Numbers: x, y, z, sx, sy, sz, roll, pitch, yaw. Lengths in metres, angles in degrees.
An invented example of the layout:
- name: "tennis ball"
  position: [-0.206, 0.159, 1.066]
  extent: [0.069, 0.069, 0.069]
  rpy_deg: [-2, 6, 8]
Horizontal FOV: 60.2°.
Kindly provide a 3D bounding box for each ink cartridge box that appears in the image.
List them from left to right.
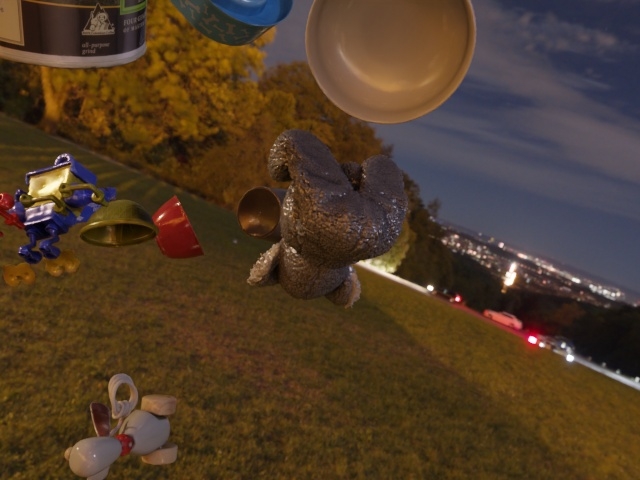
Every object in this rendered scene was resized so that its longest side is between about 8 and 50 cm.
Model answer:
- name: "ink cartridge box"
  position: [-0.586, -0.073, 1.265]
  extent: [0.207, 0.046, 0.097]
  rpy_deg: [7, 15, 38]

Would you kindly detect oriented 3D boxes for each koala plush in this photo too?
- name: "koala plush"
  position: [0.000, 0.000, 0.764]
  extent: [0.196, 0.221, 0.203]
  rpy_deg: [15, 36, -19]

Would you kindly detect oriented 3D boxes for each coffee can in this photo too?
- name: "coffee can"
  position: [-0.274, -0.344, 0.558]
  extent: [0.201, 0.275, 0.201]
  rpy_deg: [11, 34, -7]

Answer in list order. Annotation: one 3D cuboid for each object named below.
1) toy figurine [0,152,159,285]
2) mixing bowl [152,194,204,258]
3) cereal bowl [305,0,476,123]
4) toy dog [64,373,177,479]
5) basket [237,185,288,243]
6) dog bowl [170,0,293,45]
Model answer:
- name: "toy figurine"
  position: [-0.447, -0.084, 0.931]
  extent: [0.362, 0.217, 0.191]
  rpy_deg: [-14, -37, 17]
- name: "mixing bowl"
  position: [-0.391, -0.019, 1.470]
  extent: [0.098, 0.181, 0.181]
  rpy_deg: [-27, 22, -14]
- name: "cereal bowl"
  position: [0.146, -0.422, 1.140]
  extent: [0.339, 0.339, 0.141]
  rpy_deg: [21, 34, 1]
- name: "toy dog"
  position: [-0.454, 0.434, 1.238]
  extent: [0.161, 0.220, 0.334]
  rpy_deg: [-3, -28, 17]
- name: "basket"
  position: [-0.102, -0.063, 1.430]
  extent: [0.204, 0.154, 0.227]
  rpy_deg: [41, 14, 22]
- name: "dog bowl"
  position: [-0.171, -0.397, 0.761]
  extent: [0.297, 0.166, 0.074]
  rpy_deg: [46, -39, -9]
